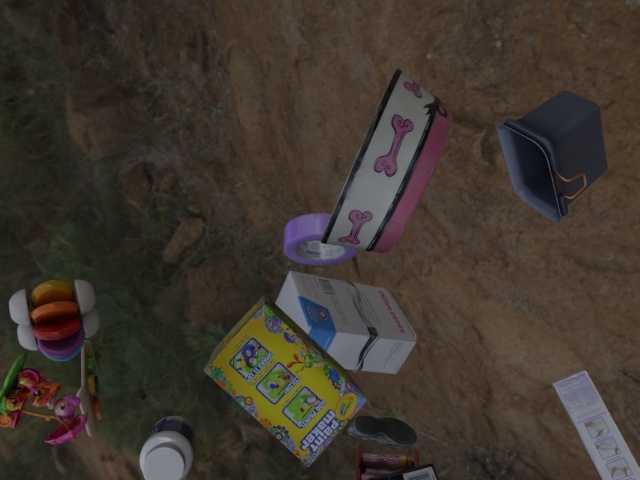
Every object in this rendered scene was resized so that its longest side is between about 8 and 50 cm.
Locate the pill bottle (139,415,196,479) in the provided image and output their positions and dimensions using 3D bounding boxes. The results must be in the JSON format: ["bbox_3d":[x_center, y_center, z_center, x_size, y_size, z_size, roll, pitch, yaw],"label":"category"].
[{"bbox_3d":[-0.198,0.276,0.735,0.067,0.067,0.120,61,170,-2],"label":"pill bottle"}]

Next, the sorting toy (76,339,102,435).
[{"bbox_3d":[-0.657,0.421,1.624,0.208,0.038,0.193,-115,23,-53],"label":"sorting toy"}]

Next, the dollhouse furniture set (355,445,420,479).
[{"bbox_3d":[0.235,0.837,1.861,0.201,0.152,0.374,-2,132,12],"label":"dollhouse furniture set"}]

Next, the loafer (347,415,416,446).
[{"bbox_3d":[0.225,0.708,2.091,0.267,0.096,0.084,19,138,-19],"label":"loafer"}]

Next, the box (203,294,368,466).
[{"bbox_3d":[-0.077,0.278,1.208,0.279,0.177,0.290,43,174,-2],"label":"box"}]

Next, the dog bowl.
[{"bbox_3d":[0.147,-0.152,1.233,0.150,0.408,0.408,23,138,0],"label":"dog bowl"}]

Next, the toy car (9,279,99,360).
[{"bbox_3d":[-0.540,0.175,1.164,0.136,0.159,0.182,56,147,40],"label":"toy car"}]

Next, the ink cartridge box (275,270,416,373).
[{"bbox_3d":[0.077,0.274,1.873,0.166,0.394,0.285,-65,28,26],"label":"ink cartridge box"}]

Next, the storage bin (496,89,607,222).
[{"bbox_3d":[0.281,-0.101,0.658,0.135,0.091,0.098,54,178,-41],"label":"storage bin"}]

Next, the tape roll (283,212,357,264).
[{"bbox_3d":[0.000,0.000,2.111,0.275,0.274,0.090,-41,42,54],"label":"tape roll"}]

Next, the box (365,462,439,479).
[{"bbox_3d":[0.190,0.596,1.090,0.165,0.143,0.270,-104,1,-62],"label":"box"}]

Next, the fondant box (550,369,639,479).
[{"bbox_3d":[0.727,0.511,1.479,0.096,0.238,0.330,-28,68,13],"label":"fondant box"}]

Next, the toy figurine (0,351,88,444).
[{"bbox_3d":[-0.518,0.313,1.070,0.159,0.130,0.173,24,105,-11],"label":"toy figurine"}]
